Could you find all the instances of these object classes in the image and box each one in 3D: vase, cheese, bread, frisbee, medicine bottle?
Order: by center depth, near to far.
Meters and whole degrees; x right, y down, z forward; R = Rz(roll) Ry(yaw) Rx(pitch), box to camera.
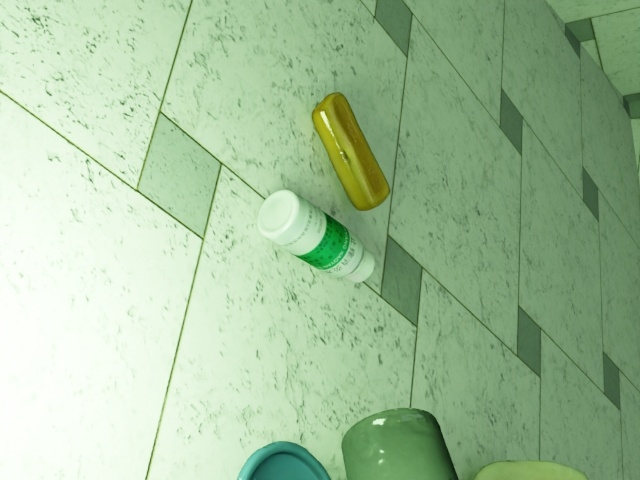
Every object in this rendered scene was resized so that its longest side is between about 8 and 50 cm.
[{"bbox_3d":[-0.057,0.456,1.353,0.289,0.049,0.290,32,50,-47],"label":"frisbee"},{"bbox_3d":[0.156,0.443,1.472,0.245,0.245,0.291,37,31,-44],"label":"vase"},{"bbox_3d":[0.000,0.000,1.566,0.260,0.095,0.095,31,54,-47],"label":"medicine bottle"},{"bbox_3d":[0.054,-0.174,1.725,0.092,0.074,0.239,-39,110,-37],"label":"bread"},{"bbox_3d":[0.445,0.566,1.915,0.247,0.251,0.174,11,68,-37],"label":"cheese"}]
